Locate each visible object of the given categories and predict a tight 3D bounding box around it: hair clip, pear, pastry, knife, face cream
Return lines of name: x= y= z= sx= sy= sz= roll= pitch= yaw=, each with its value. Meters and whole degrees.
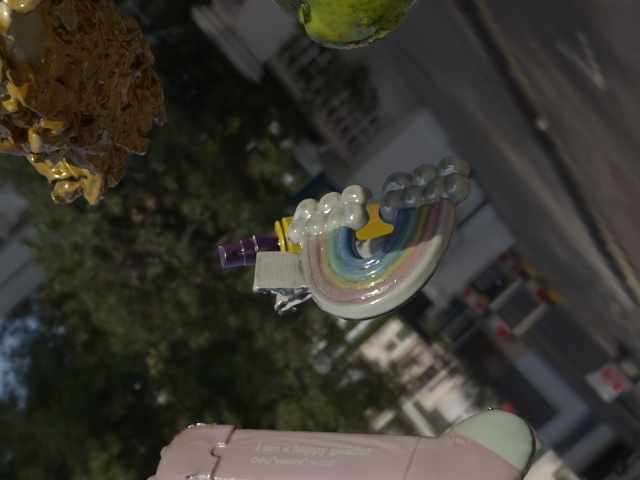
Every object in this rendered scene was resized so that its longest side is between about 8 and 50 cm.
hair clip: x=0.037 y=0.012 z=1.231 sx=0.054 sy=0.220 sz=0.140 roll=40 pitch=-134 yaw=-42
pear: x=0.044 y=-0.373 z=1.736 sx=0.159 sy=0.292 sz=0.292 roll=18 pitch=156 yaw=52
pastry: x=-0.185 y=-0.126 z=0.947 sx=0.102 sy=0.154 sz=0.250 roll=12 pitch=163 yaw=15
knife: x=0.012 y=0.214 z=1.313 sx=0.399 sy=0.132 sz=0.038 roll=-2 pitch=132 yaw=28
face cream: x=0.000 y=0.000 z=1.856 sx=0.078 sy=0.273 sz=0.078 roll=171 pitch=90 yaw=-81
